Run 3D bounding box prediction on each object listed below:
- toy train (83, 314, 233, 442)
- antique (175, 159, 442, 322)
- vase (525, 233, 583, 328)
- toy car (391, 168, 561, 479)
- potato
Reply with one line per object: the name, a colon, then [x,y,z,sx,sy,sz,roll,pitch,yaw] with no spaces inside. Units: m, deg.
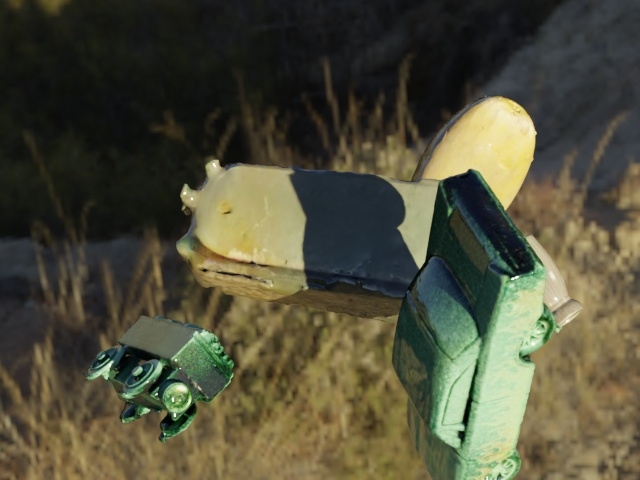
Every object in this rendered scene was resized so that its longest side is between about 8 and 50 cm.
toy train: [-0.137,0.112,1.333,0.099,0.070,0.172,-44,20,-17]
antique: [0.000,0.000,1.531,0.284,0.125,0.150,8,-14,3]
vase: [0.240,0.047,1.679,0.053,0.053,0.101,-28,74,-33]
toy car: [0.122,0.099,1.343,0.097,0.321,0.141,-12,45,-18]
potato: [0.216,-0.099,2.216,0.150,0.234,0.146,35,9,-7]
